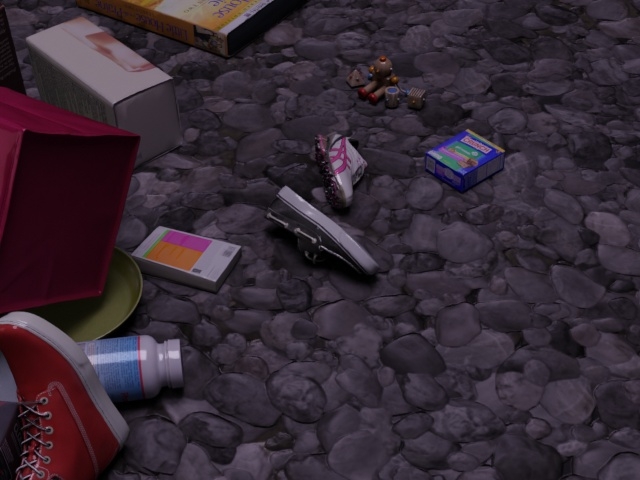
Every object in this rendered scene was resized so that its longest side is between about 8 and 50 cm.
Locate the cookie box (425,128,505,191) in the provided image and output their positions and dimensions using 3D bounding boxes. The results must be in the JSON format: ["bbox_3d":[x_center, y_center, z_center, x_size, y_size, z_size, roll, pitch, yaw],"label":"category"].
[{"bbox_3d":[0.249,-0.139,1.778,0.107,0.040,0.092,-30,48,-30],"label":"cookie box"}]

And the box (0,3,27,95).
[{"bbox_3d":[-0.673,-0.328,1.885,0.167,0.203,0.168,21,45,23],"label":"box"}]

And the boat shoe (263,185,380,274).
[{"bbox_3d":[0.000,0.000,1.607,0.219,0.078,0.070,38,88,32],"label":"boat shoe"}]

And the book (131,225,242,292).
[{"bbox_3d":[-0.207,0.025,1.604,0.144,0.035,0.096,14,40,16],"label":"book"}]

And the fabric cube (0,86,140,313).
[{"bbox_3d":[-0.449,-0.067,1.422,0.258,0.254,0.259,22,11,22],"label":"fabric cube"}]

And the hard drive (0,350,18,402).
[{"bbox_3d":[-0.406,0.201,1.384,0.094,0.022,0.135,4,58,5],"label":"hard drive"}]

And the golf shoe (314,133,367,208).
[{"bbox_3d":[0.041,-0.123,1.743,0.086,0.067,0.186,-4,41,-6],"label":"golf shoe"}]

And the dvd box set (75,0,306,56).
[{"bbox_3d":[-0.277,-0.541,2.233,0.420,0.062,0.307,23,47,26],"label":"dvd box set"}]

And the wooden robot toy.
[{"bbox_3d":[0.118,-0.306,1.943,0.173,0.079,0.076,29,49,31],"label":"wooden robot toy"}]

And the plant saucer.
[{"bbox_3d":[-0.383,0.088,1.529,0.241,0.037,0.241,-1,41,1],"label":"plant saucer"}]

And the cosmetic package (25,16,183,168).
[{"bbox_3d":[-0.390,-0.269,1.855,0.129,0.153,0.296,-31,50,-29],"label":"cosmetic package"}]

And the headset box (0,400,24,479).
[{"bbox_3d":[-0.489,0.303,1.227,0.218,0.110,0.293,4,41,5],"label":"headset box"}]

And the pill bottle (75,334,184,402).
[{"bbox_3d":[-0.267,0.174,1.390,0.160,0.087,0.087,-6,41,-6],"label":"pill bottle"}]

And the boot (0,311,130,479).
[{"bbox_3d":[-0.340,0.220,1.229,0.088,0.244,0.176,-7,35,34],"label":"boot"}]
